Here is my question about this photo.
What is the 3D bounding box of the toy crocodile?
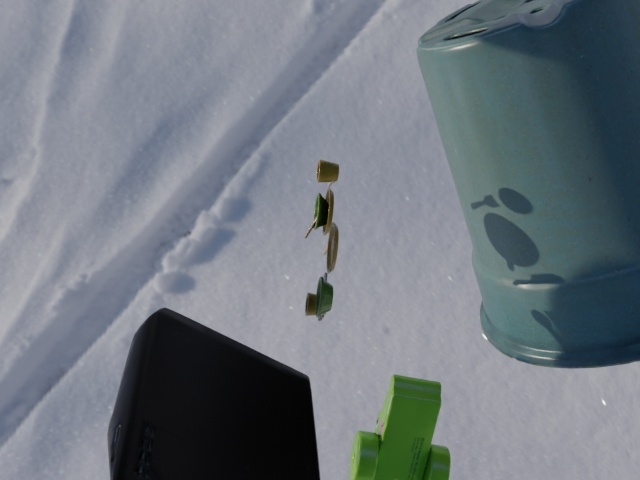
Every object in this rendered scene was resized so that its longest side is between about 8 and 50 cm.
[{"bbox_3d":[0.086,0.324,1.063,0.115,0.105,0.341,6,104,-4],"label":"toy crocodile"}]

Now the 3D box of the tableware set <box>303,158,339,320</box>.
[{"bbox_3d":[0.000,0.000,0.820,0.024,0.104,0.154,6,78,-6],"label":"tableware set"}]

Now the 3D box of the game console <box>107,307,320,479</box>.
[{"bbox_3d":[0.033,0.181,0.549,0.044,0.361,0.213,-54,20,21],"label":"game console"}]

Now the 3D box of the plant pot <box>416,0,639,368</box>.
[{"bbox_3d":[0.275,-0.102,0.902,0.341,0.341,0.334,-20,108,16],"label":"plant pot"}]
